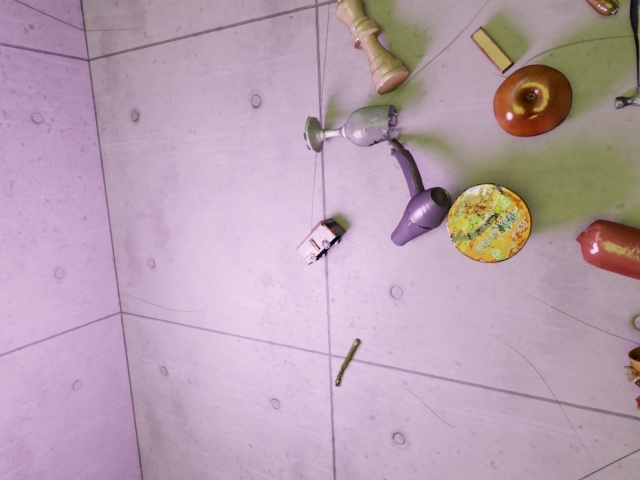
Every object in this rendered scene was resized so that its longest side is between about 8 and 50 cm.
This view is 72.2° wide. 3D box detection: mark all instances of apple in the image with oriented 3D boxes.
[{"bbox_3d":[0.587,-0.386,1.222,0.201,0.162,0.202,7,103,31],"label":"apple"}]

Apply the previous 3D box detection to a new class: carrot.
[{"bbox_3d":[0.691,-0.683,1.173,0.254,0.049,0.049,50,119,17],"label":"carrot"}]

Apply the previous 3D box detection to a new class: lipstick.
[{"bbox_3d":[0.508,-0.563,1.299,0.045,0.045,0.145,-41,80,28],"label":"lipstick"}]

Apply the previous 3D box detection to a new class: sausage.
[{"bbox_3d":[0.830,0.029,1.181,0.254,0.148,0.148,24,111,23],"label":"sausage"}]

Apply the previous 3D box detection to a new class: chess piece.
[{"bbox_3d":[0.144,-0.681,1.450,0.117,0.117,0.398,-34,81,31],"label":"chess piece"}]

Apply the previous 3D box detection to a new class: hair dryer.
[{"bbox_3d":[0.289,-0.179,1.456,0.301,0.120,0.362,124,137,-62],"label":"hair dryer"}]

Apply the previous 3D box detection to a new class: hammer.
[{"bbox_3d":[0.837,-0.498,1.127,0.137,0.037,0.290,-2,99,31],"label":"hammer"}]

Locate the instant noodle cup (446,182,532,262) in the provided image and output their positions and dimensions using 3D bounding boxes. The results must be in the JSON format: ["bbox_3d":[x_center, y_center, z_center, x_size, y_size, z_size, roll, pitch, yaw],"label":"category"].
[{"bbox_3d":[0.515,-0.063,1.317,0.230,0.182,0.231,7,103,29],"label":"instant noodle cup"}]

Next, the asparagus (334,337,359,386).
[{"bbox_3d":[0.102,0.494,1.764,0.024,0.025,0.249,14,113,-18],"label":"asparagus"}]

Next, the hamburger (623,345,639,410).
[{"bbox_3d":[0.943,0.384,1.113,0.274,0.274,0.213,-15,86,31],"label":"hamburger"}]

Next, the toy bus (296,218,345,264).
[{"bbox_3d":[0.000,0.000,1.682,0.103,0.091,0.182,51,121,11],"label":"toy bus"}]

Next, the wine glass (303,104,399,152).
[{"bbox_3d":[0.106,-0.385,1.511,0.320,0.143,0.144,-1,100,30],"label":"wine glass"}]
